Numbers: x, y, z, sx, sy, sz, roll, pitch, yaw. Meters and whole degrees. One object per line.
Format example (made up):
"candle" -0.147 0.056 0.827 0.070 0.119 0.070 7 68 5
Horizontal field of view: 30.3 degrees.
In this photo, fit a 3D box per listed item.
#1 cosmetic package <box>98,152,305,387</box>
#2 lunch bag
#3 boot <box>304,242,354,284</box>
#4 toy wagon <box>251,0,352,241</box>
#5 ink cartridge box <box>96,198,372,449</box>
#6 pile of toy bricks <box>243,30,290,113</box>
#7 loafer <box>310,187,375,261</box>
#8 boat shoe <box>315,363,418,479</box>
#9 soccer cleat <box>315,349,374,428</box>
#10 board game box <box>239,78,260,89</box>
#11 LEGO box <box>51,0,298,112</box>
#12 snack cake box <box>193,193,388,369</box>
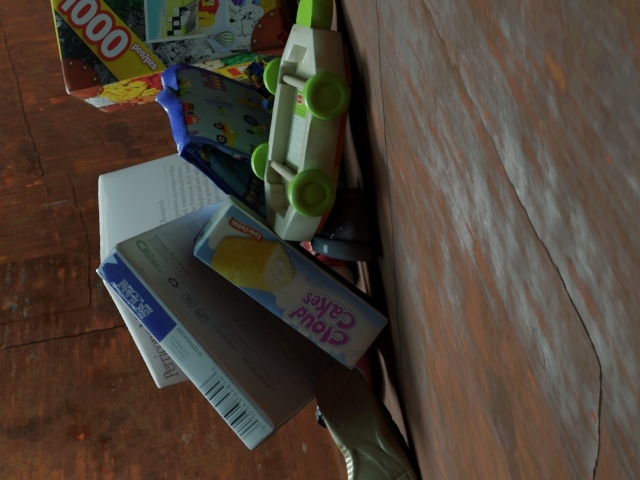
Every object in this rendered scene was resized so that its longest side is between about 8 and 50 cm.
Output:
"cosmetic package" -0.200 0.030 2.364 0.327 0.394 0.329 -105 -2 -48
"lunch bag" -0.123 -0.157 1.814 0.293 0.138 0.221 30 -153 -32
"boot" 0.000 0.000 1.969 0.244 0.089 0.176 111 150 -89
"toy wagon" -0.018 -0.177 1.505 0.267 0.068 0.344 -137 55 -71
"ink cartridge box" -0.112 0.102 1.692 0.324 0.071 0.330 48 -153 7
"pile of toy bricks" -0.023 -0.217 1.754 0.105 0.118 0.212 47 180 -39
"loafer" 0.020 -0.038 1.636 0.302 0.109 0.095 -144 63 -75
"boat shoe" 0.081 0.303 1.604 0.285 0.103 0.092 65 -163 18
"soccer cleat" 0.047 0.232 1.934 0.318 0.109 0.116 80 -159 -63
"board game box" -0.151 -0.297 2.205 0.347 0.234 0.078 -105 6 -49
"LEGO box" -0.256 -0.501 1.964 0.193 0.373 0.499 23 -125 -79
"snack cake box" -0.044 0.052 1.618 0.264 0.089 0.152 37 -179 -9
